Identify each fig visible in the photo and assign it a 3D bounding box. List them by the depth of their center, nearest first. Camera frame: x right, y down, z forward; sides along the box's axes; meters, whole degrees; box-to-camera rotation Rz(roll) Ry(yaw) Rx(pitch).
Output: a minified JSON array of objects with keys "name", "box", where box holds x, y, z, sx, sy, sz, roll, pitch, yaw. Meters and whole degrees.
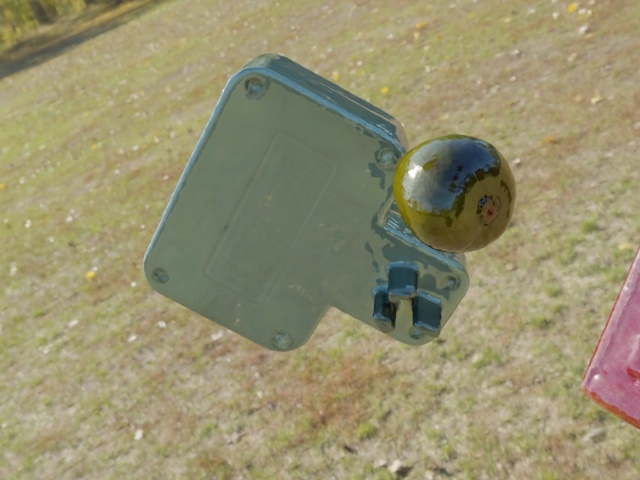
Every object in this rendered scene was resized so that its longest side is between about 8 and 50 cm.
[{"name":"fig","box":[0.079,-0.032,0.520,0.074,0.074,0.088,-30,35,-15]}]

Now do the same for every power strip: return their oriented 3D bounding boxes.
[{"name":"power strip","box":[0.000,0.000,0.715,0.230,0.261,0.141,-60,6,21]}]

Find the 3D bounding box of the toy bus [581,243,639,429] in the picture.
[{"name":"toy bus","box":[0.176,-0.007,0.336,0.077,0.192,0.065,13,10,-41]}]
